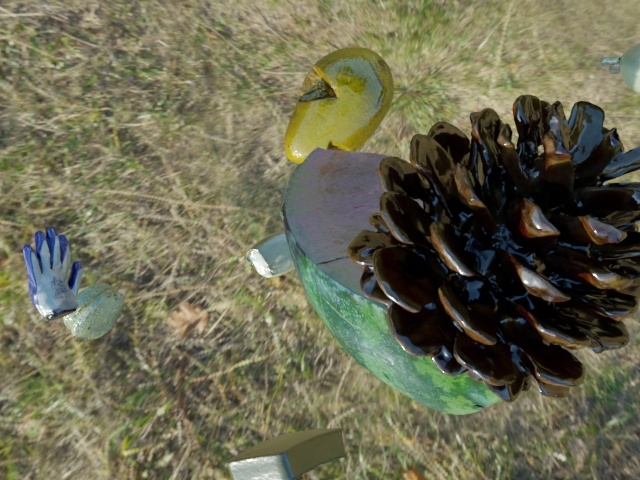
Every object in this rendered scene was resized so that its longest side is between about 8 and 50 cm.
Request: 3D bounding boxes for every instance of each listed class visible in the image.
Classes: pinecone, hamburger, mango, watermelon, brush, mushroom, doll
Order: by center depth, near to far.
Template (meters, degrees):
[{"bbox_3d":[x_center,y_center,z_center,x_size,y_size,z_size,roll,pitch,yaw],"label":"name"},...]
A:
[{"bbox_3d":[0.130,-0.004,0.604,0.208,0.208,0.207,1,99,5],"label":"pinecone"},{"bbox_3d":[0.099,0.065,0.950,0.319,0.292,0.222,7,129,19],"label":"watermelon"},{"bbox_3d":[-0.002,-0.003,1.201,0.202,0.054,0.059,-18,75,-27],"label":"mushroom"},{"bbox_3d":[-0.052,0.358,1.539,0.123,0.197,0.059,-17,84,31],"label":"brush"},{"bbox_3d":[0.644,-0.295,1.672,0.275,0.155,0.113,38,111,35],"label":"doll"},{"bbox_3d":[0.032,-0.252,1.779,0.167,0.130,0.262,31,85,-8],"label":"mango"},{"bbox_3d":[-0.469,0.150,1.935,0.133,0.140,0.062,-43,67,-8],"label":"hamburger"}]

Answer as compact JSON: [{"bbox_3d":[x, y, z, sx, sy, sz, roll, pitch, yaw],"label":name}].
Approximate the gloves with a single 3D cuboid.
[{"bbox_3d":[-0.248,0.030,0.867,0.026,0.064,0.086,-12,93,27],"label":"gloves"}]
